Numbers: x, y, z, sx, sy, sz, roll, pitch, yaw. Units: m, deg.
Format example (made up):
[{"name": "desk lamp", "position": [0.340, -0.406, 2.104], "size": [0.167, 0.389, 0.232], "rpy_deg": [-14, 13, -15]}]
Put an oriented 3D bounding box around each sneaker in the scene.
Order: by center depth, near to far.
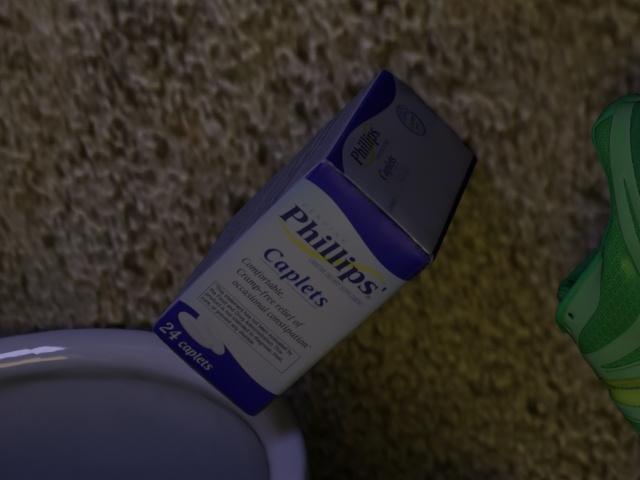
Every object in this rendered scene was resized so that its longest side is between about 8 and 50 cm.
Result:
[{"name": "sneaker", "position": [0.187, 0.049, 0.777], "size": [0.123, 0.109, 0.295], "rpy_deg": [24, 132, 38]}]

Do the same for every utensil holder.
[{"name": "utensil holder", "position": [-0.141, 0.296, 0.850], "size": [0.327, 0.327, 0.385], "rpy_deg": [-1, 118, 16]}]

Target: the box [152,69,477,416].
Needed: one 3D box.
[{"name": "box", "position": [0.000, 0.000, 0.772], "size": [0.072, 0.126, 0.137], "rpy_deg": [43, 119, -7]}]
